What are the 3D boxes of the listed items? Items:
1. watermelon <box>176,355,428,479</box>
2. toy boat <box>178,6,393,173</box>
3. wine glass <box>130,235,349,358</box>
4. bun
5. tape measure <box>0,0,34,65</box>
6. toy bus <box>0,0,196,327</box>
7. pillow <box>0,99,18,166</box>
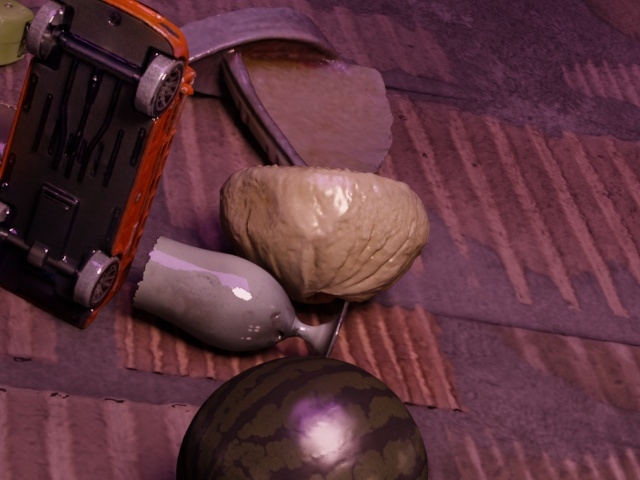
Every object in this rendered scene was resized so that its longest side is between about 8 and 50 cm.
[{"bbox_3d":[-0.013,0.197,1.569,0.212,0.212,0.212,15,32,-9],"label":"watermelon"},{"bbox_3d":[-0.027,-0.165,2.223,0.293,0.111,0.276,47,38,16],"label":"toy boat"},{"bbox_3d":[-0.080,0.065,1.837,0.202,0.093,0.093,20,32,-1],"label":"wine glass"},{"bbox_3d":[0.000,0.000,1.927,0.220,0.134,0.220,7,-12,1],"label":"bun"},{"bbox_3d":[-0.435,-0.260,2.134,0.177,0.087,0.154,30,34,19],"label":"tape measure"},{"bbox_3d":[-0.214,-0.092,1.776,0.143,0.329,0.153,27,30,11],"label":"toy bus"},{"bbox_3d":[-0.347,-0.109,1.984,0.208,0.053,0.119,22,36,3],"label":"pillow"}]
